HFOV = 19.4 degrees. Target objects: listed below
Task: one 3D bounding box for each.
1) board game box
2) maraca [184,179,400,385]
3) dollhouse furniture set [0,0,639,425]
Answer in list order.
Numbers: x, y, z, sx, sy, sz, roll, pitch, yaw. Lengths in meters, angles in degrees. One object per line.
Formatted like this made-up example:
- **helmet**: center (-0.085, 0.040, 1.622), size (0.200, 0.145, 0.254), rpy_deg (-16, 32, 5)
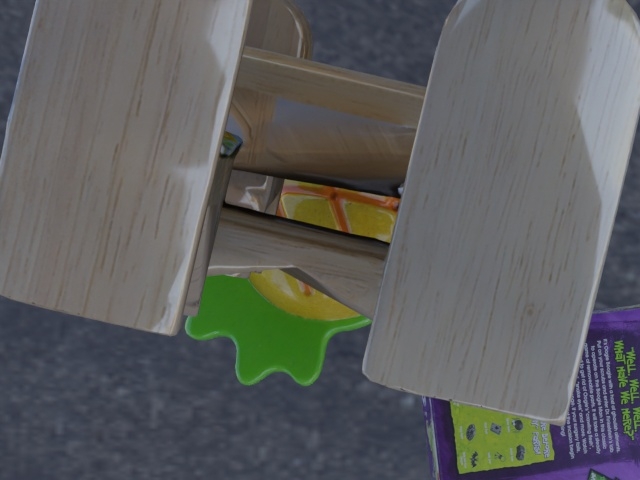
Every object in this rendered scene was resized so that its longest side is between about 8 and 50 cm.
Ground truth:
- **board game box**: center (0.195, 0.230, 1.448), size (0.208, 0.056, 0.346), rpy_deg (-6, 90, -5)
- **maraca**: center (0.000, 0.000, 1.095), size (0.127, 0.099, 0.185), rpy_deg (40, 85, 18)
- **dollhouse furniture set**: center (0.104, -0.073, 0.764), size (0.394, 0.362, 0.256), rpy_deg (13, 93, 3)
